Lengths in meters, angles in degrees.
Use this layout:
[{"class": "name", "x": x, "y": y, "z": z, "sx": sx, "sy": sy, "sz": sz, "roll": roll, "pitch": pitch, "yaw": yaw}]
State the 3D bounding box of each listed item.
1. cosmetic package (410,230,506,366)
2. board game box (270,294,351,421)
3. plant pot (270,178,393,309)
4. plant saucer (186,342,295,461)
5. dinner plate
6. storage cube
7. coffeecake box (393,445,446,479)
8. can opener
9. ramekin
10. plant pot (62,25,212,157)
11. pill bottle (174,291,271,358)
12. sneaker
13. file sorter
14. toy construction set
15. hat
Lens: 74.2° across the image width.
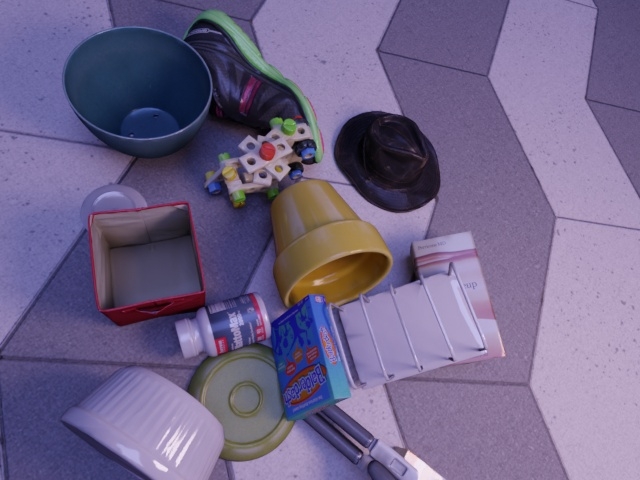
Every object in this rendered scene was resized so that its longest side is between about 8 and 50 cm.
[{"class": "cosmetic package", "x": 0.320, "y": 0.143, "z": 1.015, "sx": 0.153, "sy": 0.129, "sz": 0.295, "roll": -13, "pitch": 71, "yaw": 8}, {"class": "board game box", "x": -0.030, "y": 0.239, "z": 0.864, "sx": 0.047, "sy": 0.160, "sz": 0.210, "roll": 10, "pitch": 51, "yaw": -39}, {"class": "plant pot", "x": 0.000, "y": 0.000, "z": 0.954, "sx": 0.254, "sy": 0.253, "sz": 0.238, "roll": -12, "pitch": 59, "yaw": -19}, {"class": "plant saucer", "x": -0.158, "y": 0.332, "z": 0.888, "sx": 0.241, "sy": 0.037, "sz": 0.240, "roll": 5, "pitch": 68, "yaw": -14}, {"class": "dinner plate", "x": -0.469, "y": -0.067, "z": 0.964, "sx": 0.142, "sy": 0.017, "sz": 0.141, "roll": 5, "pitch": 70, "yaw": -14}, {"class": "storage cube", "x": -0.341, "y": 0.056, "z": 0.855, "sx": 0.184, "sy": 0.193, "sz": 0.214, "roll": -10, "pitch": 74, "yaw": -19}, {"class": "coffeecake box", "x": 0.208, "y": 0.555, "z": 0.886, "sx": 0.186, "sy": 0.068, "sz": 0.142, "roll": 39, "pitch": 65, "yaw": 1}, {"class": "can opener", "x": 0.075, "y": 0.413, "z": 0.858, "sx": 0.281, "sy": 0.093, "sz": 0.074, "roll": 34, "pitch": 77, "yaw": 21}, {"class": "ramekin", "x": -0.292, "y": 0.333, "z": 0.735, "sx": 0.273, "sy": 0.272, "sz": 0.127, "roll": 35, "pitch": 52, "yaw": -1}, {"class": "plant pot", "x": -0.400, "y": -0.302, "z": 0.970, "sx": 0.291, "sy": 0.195, "sz": 0.289, "roll": 5, "pitch": 68, "yaw": -13}, {"class": "pill bottle", "x": -0.205, "y": 0.183, "z": 0.891, "sx": 0.180, "sy": 0.108, "sz": 0.107, "roll": -15, "pitch": 75, "yaw": -19}, {"class": "sneaker", "x": -0.176, "y": -0.359, "z": 1.092, "sx": 0.202, "sy": 0.185, "sz": 0.483, "roll": -44, "pitch": 85, "yaw": -2}, {"class": "file sorter", "x": 0.179, "y": 0.180, "z": 0.879, "sx": 0.278, "sy": 0.173, "sz": 0.192, "roll": -20, "pitch": 71, "yaw": 8}, {"class": "toy construction set", "x": -0.129, "y": -0.173, "z": 0.928, "sx": 0.215, "sy": 0.328, "sz": 0.150, "roll": -14, "pitch": 91, "yaw": -23}, {"class": "hat", "x": 0.212, "y": -0.250, "z": 1.155, "sx": 0.332, "sy": 0.134, "sz": 0.330, "roll": 5, "pitch": 68, "yaw": -14}]
